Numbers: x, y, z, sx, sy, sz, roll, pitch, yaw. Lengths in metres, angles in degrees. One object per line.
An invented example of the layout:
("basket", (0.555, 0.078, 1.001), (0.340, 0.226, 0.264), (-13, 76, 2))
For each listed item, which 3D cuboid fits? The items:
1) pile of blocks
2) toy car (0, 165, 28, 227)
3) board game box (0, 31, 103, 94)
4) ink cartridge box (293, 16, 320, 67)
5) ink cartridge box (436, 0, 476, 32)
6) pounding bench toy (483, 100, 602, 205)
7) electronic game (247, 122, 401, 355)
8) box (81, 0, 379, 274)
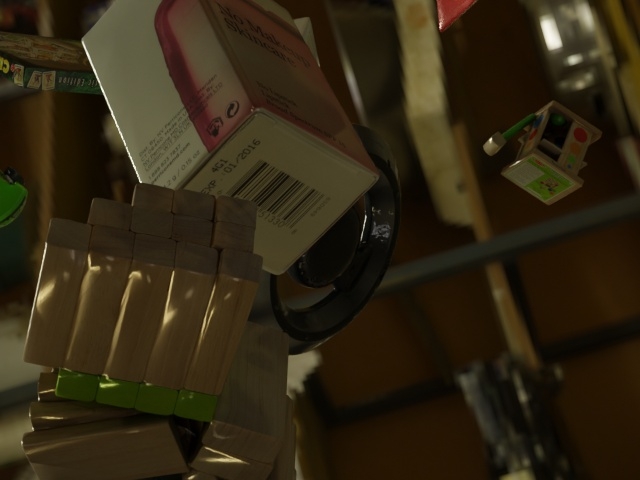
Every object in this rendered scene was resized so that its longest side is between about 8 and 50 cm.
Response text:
("pile of blocks", (-0.076, 0.100, 0.942), (0.112, 0.149, 0.362), (-88, -12, -50))
("toy car", (-0.357, -0.071, 1.573), (0.225, 0.239, 0.053), (35, 164, 28))
("board game box", (-0.275, -0.202, 1.929), (0.136, 0.260, 0.030), (29, 109, 40))
("ink cartridge box", (-0.044, -0.132, 1.681), (0.231, 0.078, 0.134), (-79, -22, -69))
("ink cartridge box", (0.166, -0.378, 1.528), (0.296, 0.066, 0.261), (-40, 40, 47))
("pounding bench toy", (0.183, -0.084, 1.394), (0.052, 0.083, 0.065), (-35, 26, 59))
("electronic game", (0.000, 0.000, 1.558), (0.048, 0.229, 0.229), (24, 151, 35))
("box", (-0.076, -0.110, 1.356), (0.149, 0.127, 0.232), (27, -153, -43))
